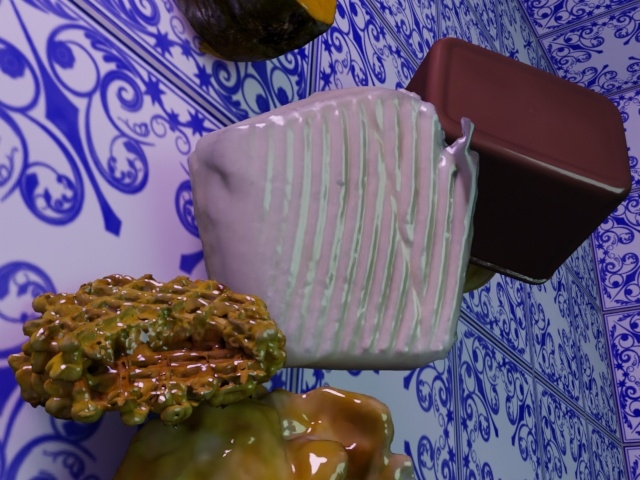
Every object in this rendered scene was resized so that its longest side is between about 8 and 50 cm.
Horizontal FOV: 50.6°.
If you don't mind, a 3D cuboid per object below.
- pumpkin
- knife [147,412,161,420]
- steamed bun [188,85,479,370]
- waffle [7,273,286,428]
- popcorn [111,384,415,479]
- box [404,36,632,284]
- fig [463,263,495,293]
[{"bbox_3d":[-0.109,-0.361,0.773,0.317,0.139,0.222,67,29,-17],"label":"pumpkin"},{"bbox_3d":[-0.120,0.234,0.617,0.058,0.032,0.244,-17,96,-60],"label":"knife"},{"bbox_3d":[0.000,0.000,0.734,0.272,0.274,0.290,135,-50,-75],"label":"steamed bun"},{"bbox_3d":[-0.123,0.075,0.511,0.193,0.197,0.070,-10,107,-48],"label":"waffle"},{"bbox_3d":[-0.050,0.210,0.538,0.190,0.254,0.191,97,11,-55],"label":"popcorn"},{"bbox_3d":[0.268,-0.124,1.047,0.340,0.229,0.239,19,52,-9],"label":"box"},{"bbox_3d":[0.243,0.053,1.173,0.160,0.143,0.230,58,28,-60],"label":"fig"}]
